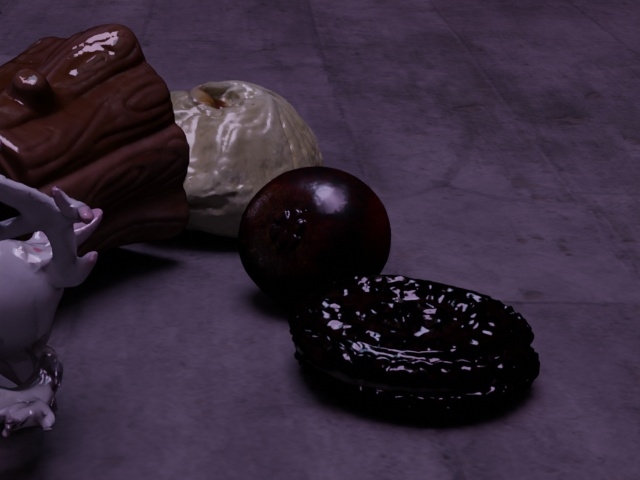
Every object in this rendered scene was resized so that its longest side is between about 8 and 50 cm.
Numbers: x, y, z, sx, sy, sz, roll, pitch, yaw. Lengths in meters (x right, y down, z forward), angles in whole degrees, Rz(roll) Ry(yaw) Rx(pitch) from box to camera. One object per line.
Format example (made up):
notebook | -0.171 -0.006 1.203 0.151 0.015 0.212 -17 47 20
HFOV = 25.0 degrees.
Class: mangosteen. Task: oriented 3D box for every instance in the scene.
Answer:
mangosteen | 0.000 0.000 1.217 0.140 0.140 0.140 3 20 -1

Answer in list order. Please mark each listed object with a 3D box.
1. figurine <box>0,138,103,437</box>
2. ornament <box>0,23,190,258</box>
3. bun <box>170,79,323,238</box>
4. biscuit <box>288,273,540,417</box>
figurine | -0.274 0.045 0.917 0.316 0.206 0.284 -2 -2 16
ornament | -0.244 -0.059 1.208 0.235 0.221 0.217 35 30 8
bun | -0.105 -0.086 1.397 0.220 0.134 0.220 5 20 -2
biscuit | 0.070 0.076 1.090 0.195 0.053 0.194 3 19 -1
